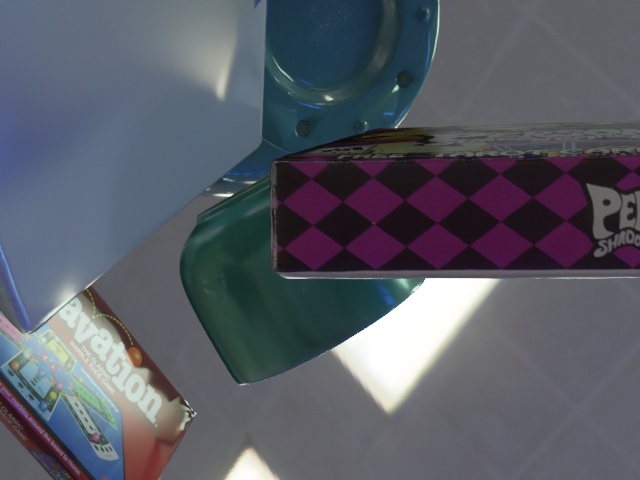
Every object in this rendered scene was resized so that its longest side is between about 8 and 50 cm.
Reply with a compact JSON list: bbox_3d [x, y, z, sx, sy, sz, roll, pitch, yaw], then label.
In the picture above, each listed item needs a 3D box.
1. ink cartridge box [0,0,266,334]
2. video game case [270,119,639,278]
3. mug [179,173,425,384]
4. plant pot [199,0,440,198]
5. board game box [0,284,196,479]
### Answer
[{"bbox_3d":[-0.213,-0.189,0.544,0.395,0.166,0.285,43,-21,16],"label":"ink cartridge box"},{"bbox_3d":[0.117,-0.021,0.443,0.232,0.210,0.042,-1,-83,12],"label":"video game case"},{"bbox_3d":[-0.007,0.004,0.735,0.129,0.157,0.097,-22,-81,56],"label":"mug"},{"bbox_3d":[-0.058,-0.163,0.878,0.235,0.293,0.293,17,-62,54],"label":"plant pot"},{"bbox_3d":[-0.217,0.092,1.006,0.027,0.145,0.281,-21,-64,33],"label":"board game box"}]
